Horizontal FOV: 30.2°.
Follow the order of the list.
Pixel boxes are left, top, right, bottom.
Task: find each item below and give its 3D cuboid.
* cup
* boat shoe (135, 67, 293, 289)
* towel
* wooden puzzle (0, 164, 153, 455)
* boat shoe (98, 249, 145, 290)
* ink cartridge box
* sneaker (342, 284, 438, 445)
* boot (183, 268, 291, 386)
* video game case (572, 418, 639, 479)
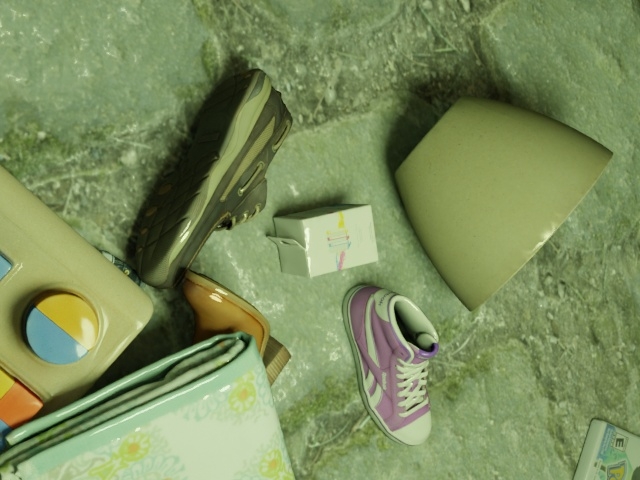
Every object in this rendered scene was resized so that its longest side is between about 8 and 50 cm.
[{"bbox_3d":[0.257,-0.089,1.855,0.237,0.331,0.331,42,69,2],"label":"cup"},{"bbox_3d":[-0.135,-0.076,1.692,0.130,0.132,0.355,38,71,-31],"label":"boat shoe"},{"bbox_3d":[-0.219,0.325,1.586,0.374,0.090,0.321,-23,123,-19],"label":"towel"},{"bbox_3d":[-0.430,0.110,1.505,0.322,0.080,0.348,43,76,-14],"label":"wooden puzzle"},{"bbox_3d":[-0.305,0.111,1.636,0.083,0.065,0.183,30,75,-27],"label":"boat shoe"},{"bbox_3d":[0.000,0.000,1.803,0.143,0.092,0.090,-13,99,-29],"label":"ink cartridge box"},{"bbox_3d":[0.133,0.208,1.852,0.102,0.161,0.282,-32,109,-28],"label":"sneaker"},{"bbox_3d":[-0.169,0.182,1.665,0.220,0.109,0.283,-50,149,-13],"label":"boot"},{"bbox_3d":[0.564,0.531,2.196,0.300,0.036,0.329,26,78,-30],"label":"video game case"}]
